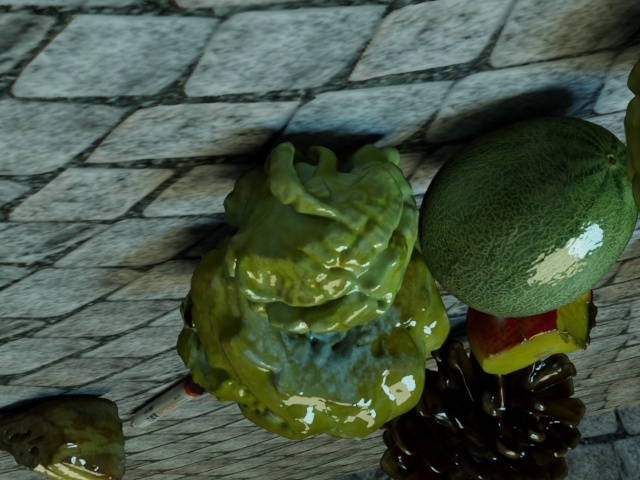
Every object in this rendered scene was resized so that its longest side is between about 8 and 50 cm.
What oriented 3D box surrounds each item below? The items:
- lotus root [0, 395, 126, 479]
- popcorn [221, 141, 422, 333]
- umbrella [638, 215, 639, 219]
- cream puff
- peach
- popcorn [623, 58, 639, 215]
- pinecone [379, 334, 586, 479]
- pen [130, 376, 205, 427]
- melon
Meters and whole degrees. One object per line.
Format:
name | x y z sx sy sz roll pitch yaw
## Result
lotus root | -0.293 0.219 1.714 0.159 0.095 0.135 26 -174 36
popcorn | 0.000 0.000 1.031 0.141 0.136 0.162 -24 161 13
umbrella | 0.346 -0.054 1.288 0.250 0.053 0.052 -7 163 -22
cream puff | -0.009 0.074 1.240 0.221 0.195 0.195 -4 164 -15
peach | 0.207 0.074 1.529 0.151 0.118 0.151 -30 -161 11
popcorn | 0.311 -0.071 0.918 0.249 0.249 0.225 -10 136 -11
pinecone | 0.199 0.211 1.822 0.264 0.264 0.264 -12 166 -3
pen | -0.193 0.202 1.840 0.026 0.026 0.218 -4 164 -31
melon | 0.146 -0.015 1.087 0.139 0.139 0.192 -2 158 -37
